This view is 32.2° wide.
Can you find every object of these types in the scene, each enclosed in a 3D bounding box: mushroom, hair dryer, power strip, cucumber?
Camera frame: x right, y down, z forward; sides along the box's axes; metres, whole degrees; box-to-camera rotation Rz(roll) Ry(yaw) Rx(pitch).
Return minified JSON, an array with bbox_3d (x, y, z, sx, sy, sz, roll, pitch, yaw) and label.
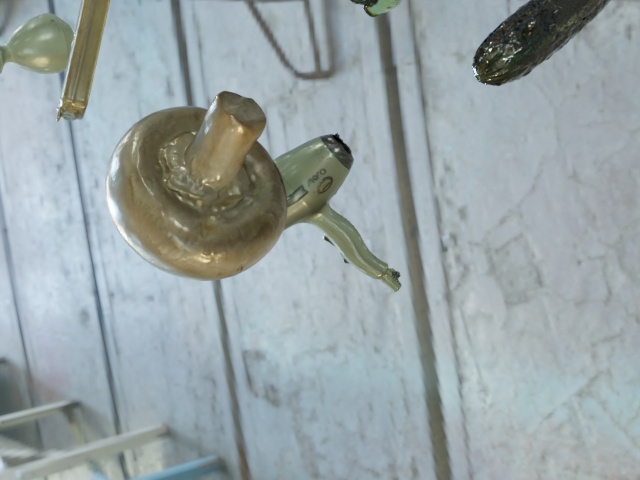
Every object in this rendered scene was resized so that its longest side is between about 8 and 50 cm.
[{"bbox_3d":[-0.121,-0.071,1.199,0.215,0.207,0.207,-53,55,44],"label":"mushroom"},{"bbox_3d":[-0.034,-0.001,1.403,0.088,0.219,0.224,-90,-22,-71],"label":"hair dryer"},{"bbox_3d":[-0.313,-0.301,1.520,0.064,0.044,0.305,146,134,-68],"label":"power strip"},{"bbox_3d":[0.278,-0.268,1.293,0.081,0.303,0.072,16,139,36],"label":"cucumber"}]

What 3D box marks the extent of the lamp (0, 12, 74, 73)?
[{"bbox_3d":[-0.514,-0.333,1.924,0.106,0.193,0.106,29,129,44],"label":"lamp"}]

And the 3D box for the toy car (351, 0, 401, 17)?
[{"bbox_3d":[0.070,-0.446,1.467,0.125,0.136,0.306,6,139,35],"label":"toy car"}]
